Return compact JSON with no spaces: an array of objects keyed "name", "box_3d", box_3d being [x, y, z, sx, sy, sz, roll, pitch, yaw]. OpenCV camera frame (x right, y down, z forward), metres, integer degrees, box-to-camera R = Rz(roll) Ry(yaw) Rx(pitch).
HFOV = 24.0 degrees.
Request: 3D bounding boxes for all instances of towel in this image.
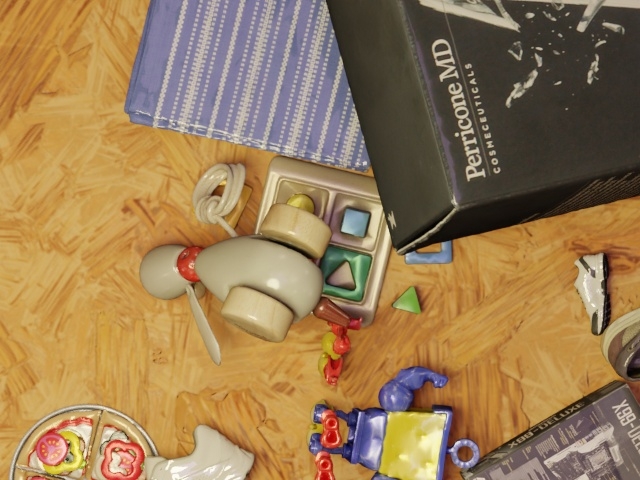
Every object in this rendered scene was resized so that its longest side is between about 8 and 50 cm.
[{"name":"towel","box_3d":[-0.072,-0.237,1.984,0.336,0.040,0.243,13,86,-2]}]

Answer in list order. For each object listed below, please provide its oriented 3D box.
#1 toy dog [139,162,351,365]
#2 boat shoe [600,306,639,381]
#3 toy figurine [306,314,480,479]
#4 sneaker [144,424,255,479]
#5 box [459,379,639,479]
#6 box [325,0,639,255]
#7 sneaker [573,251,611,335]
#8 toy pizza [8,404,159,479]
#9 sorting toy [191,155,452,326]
[{"name":"toy dog","box_3d":[-0.080,0.054,1.851,0.161,0.334,0.220,38,89,-28]},{"name":"boat shoe","box_3d":[0.496,0.099,1.914,0.285,0.092,0.103,-27,117,8]},{"name":"toy figurine","box_3d":[0.093,0.284,1.886,0.217,0.191,0.362,8,88,-5]},{"name":"sneaker","box_3d":[-0.195,0.332,1.927,0.115,0.090,0.232,41,78,1]},{"name":"box","box_3d":[0.359,0.370,1.932,0.242,0.076,0.307,-31,88,-2]},{"name":"box","box_3d":[0.275,-0.281,1.793,0.472,0.297,0.480,-14,82,-12]},{"name":"sneaker","box_3d":[0.355,0.070,1.970,0.044,0.040,0.109,-3,88,23]},{"name":"toy pizza","box_3d":[-0.305,0.314,1.951,0.201,0.032,0.201,0,87,-1]},{"name":"sorting toy","box_3d":[0.000,0.000,1.962,0.348,0.047,0.196,13,87,0]}]
